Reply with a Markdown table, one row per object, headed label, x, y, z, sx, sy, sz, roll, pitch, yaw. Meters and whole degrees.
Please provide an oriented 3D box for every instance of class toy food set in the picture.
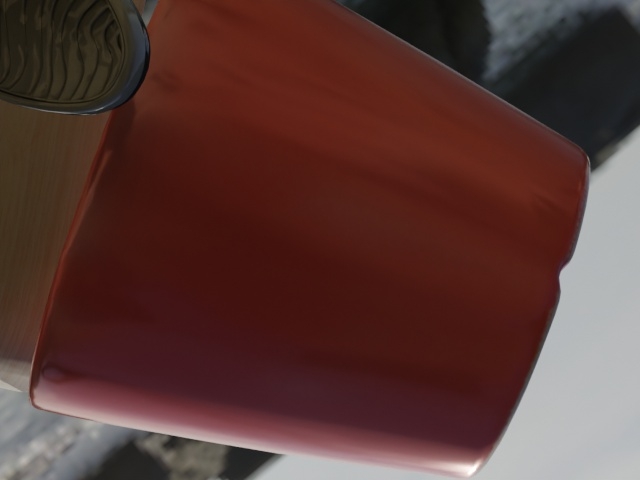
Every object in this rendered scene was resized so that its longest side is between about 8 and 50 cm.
| label | x | y | z | sx | sy | sz | roll | pitch | yaw |
| --- | --- | --- | --- | --- | --- | --- | --- | --- | --- |
| toy food set | -0.247 | -0.077 | 1.195 | 0.092 | 0.220 | 0.306 | -27 | -130 | 63 |

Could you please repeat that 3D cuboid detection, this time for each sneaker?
| label | x | y | z | sx | sy | sz | roll | pitch | yaw |
| --- | --- | --- | --- | --- | --- | --- | --- | --- | --- |
| sneaker | -0.142 | -0.121 | 0.887 | 0.118 | 0.222 | 0.083 | 9 | 111 | -61 |

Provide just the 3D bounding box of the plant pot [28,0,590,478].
| label | x | y | z | sx | sy | sz | roll | pitch | yaw |
| --- | --- | --- | --- | --- | --- | --- | --- | --- | --- |
| plant pot | 0.000 | 0.000 | 1.032 | 0.275 | 0.243 | 0.275 | -160 | -90 | -89 |
